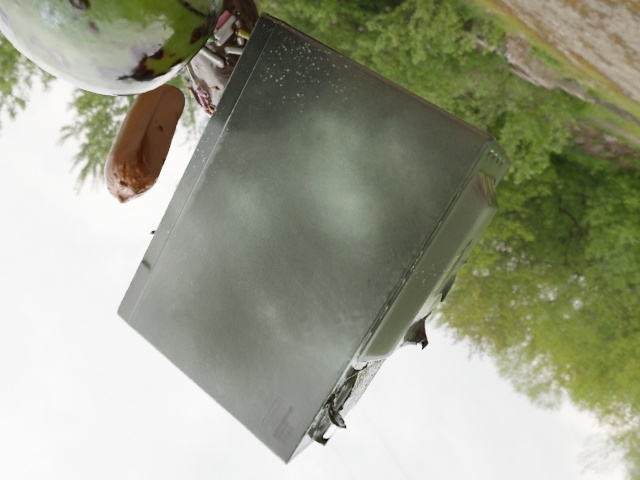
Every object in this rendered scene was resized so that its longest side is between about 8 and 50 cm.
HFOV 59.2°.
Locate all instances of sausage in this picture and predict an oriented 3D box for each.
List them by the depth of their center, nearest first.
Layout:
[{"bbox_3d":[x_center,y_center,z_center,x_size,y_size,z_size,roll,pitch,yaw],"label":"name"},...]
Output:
[{"bbox_3d":[-0.332,-0.205,1.073,0.348,0.097,0.094,-91,-20,-45],"label":"sausage"}]

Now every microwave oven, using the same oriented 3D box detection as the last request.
[{"bbox_3d":[0.000,0.000,0.740,0.374,0.432,0.236,36,-164,20],"label":"microwave oven"}]

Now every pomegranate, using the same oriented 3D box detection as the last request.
[{"bbox_3d":[-0.210,-0.272,0.511,0.242,0.242,0.306,40,168,11],"label":"pomegranate"}]

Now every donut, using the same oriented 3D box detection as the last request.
[{"bbox_3d":[-0.174,-0.330,0.906,0.259,0.136,0.345,55,167,51],"label":"donut"}]
